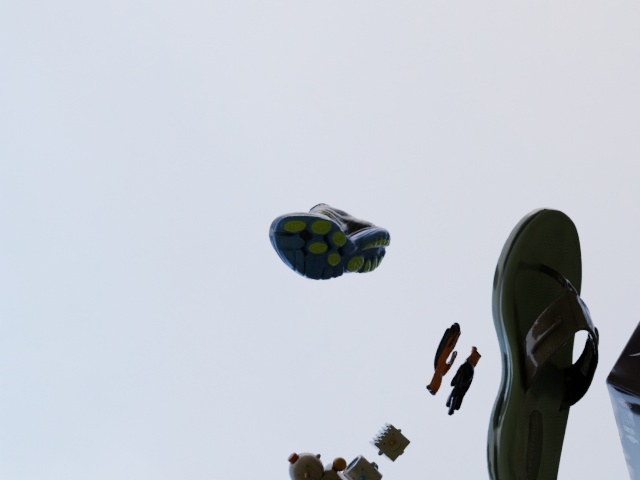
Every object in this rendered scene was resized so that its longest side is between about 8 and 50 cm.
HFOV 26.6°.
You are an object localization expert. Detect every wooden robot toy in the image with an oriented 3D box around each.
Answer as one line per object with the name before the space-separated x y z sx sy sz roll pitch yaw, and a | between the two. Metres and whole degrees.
wooden robot toy | 0.004 0.236 1.337 0.079 0.076 0.173 45 -84 -5

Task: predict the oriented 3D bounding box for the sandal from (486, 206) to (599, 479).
sandal | 0.231 0.117 1.322 0.120 0.086 0.303 16 -106 -41

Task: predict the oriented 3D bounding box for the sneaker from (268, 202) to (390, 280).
sneaker | 0.000 0.000 1.411 0.188 0.078 0.067 2 -71 -58

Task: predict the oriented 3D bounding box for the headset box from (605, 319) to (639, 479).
headset box | 0.357 0.156 0.907 0.110 0.293 0.218 -55 -32 -19

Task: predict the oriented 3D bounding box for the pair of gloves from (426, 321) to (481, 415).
pair of gloves | 0.126 0.123 1.289 0.074 0.010 0.083 -64 -36 -21
